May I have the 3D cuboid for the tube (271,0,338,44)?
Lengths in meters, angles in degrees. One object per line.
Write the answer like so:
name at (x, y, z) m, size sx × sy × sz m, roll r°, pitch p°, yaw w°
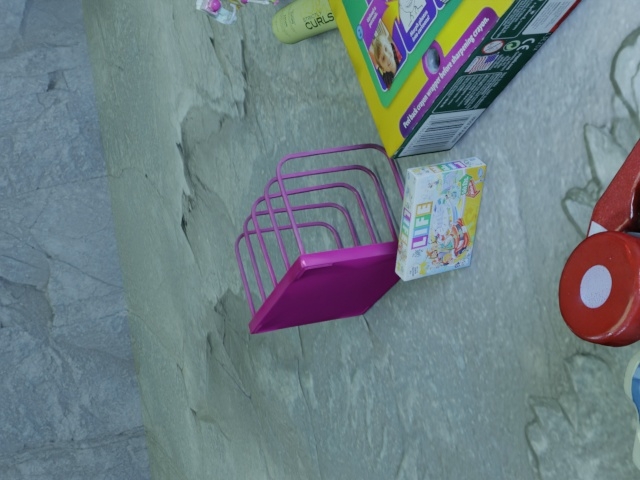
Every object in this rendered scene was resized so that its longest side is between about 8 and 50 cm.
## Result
tube at (0.001, -0.358, 1.508) m, size 0.070 × 0.062 × 0.240 m, roll 43°, pitch 160°, yaw -22°

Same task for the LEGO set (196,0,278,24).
LEGO set at (-0.101, -0.492, 1.618) m, size 0.107 × 0.132 × 0.287 m, roll 20°, pitch 97°, yaw 44°

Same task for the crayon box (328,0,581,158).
crayon box at (0.136, -0.322, 1.160) m, size 0.363 × 0.106 × 0.313 m, roll 128°, pitch 127°, yaw -59°

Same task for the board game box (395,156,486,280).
board game box at (0.154, -0.027, 1.258) m, size 0.026 × 0.103 × 0.154 m, roll 49°, pitch 143°, yaw 49°

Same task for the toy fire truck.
toy fire truck at (0.347, -0.012, 0.806) m, size 0.302 × 0.169 × 0.254 m, roll 18°, pitch 93°, yaw 62°

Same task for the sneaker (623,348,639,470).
sneaker at (0.350, 0.183, 0.970) m, size 0.084 × 0.058 × 0.152 m, roll -140°, pitch 40°, yaw -63°

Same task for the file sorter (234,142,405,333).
file sorter at (0.000, 0.000, 1.499) m, size 0.290 × 0.202 × 0.182 m, roll 128°, pitch 130°, yaw -60°
